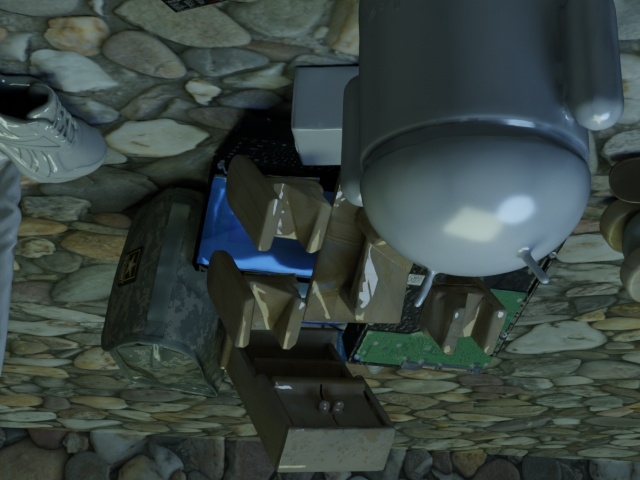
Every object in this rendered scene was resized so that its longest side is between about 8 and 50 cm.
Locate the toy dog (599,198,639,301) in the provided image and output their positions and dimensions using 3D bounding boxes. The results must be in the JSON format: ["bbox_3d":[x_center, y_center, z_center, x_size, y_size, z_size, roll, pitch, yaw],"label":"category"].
[{"bbox_3d":[0.551,0.014,1.880,0.333,0.220,0.161,7,130,-42],"label":"toy dog"}]

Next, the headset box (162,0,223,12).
[{"bbox_3d":[-0.134,-0.256,1.279,0.062,0.032,0.083,-9,158,24],"label":"headset box"}]

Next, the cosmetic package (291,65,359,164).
[{"bbox_3d":[0.087,-0.144,1.530,0.231,0.086,0.117,1,162,4],"label":"cosmetic package"}]

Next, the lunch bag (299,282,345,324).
[{"bbox_3d":[-0.038,0.083,2.192,0.218,0.090,0.176,4,164,-7],"label":"lunch bag"}]

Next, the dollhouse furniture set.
[{"bbox_3d":[0.021,0.067,1.741,0.362,0.256,0.394,3,117,-24],"label":"dollhouse furniture set"}]

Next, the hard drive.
[{"bbox_3d":[0.193,0.060,1.940,0.236,0.064,0.339,6,132,-18],"label":"hard drive"}]

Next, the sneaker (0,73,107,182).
[{"bbox_3d":[-0.330,-0.135,1.557,0.115,0.090,0.232,-20,154,38],"label":"sneaker"}]

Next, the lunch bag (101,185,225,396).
[{"bbox_3d":[-0.211,0.075,1.918,0.168,0.235,0.287,10,160,7],"label":"lunch bag"}]

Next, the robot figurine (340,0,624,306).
[{"bbox_3d":[0.132,-0.120,1.175,0.199,0.354,0.300,17,154,-40],"label":"robot figurine"}]

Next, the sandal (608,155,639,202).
[{"bbox_3d":[0.502,-0.083,1.755,0.240,0.088,0.079,4,-167,10],"label":"sandal"}]

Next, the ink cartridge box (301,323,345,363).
[{"bbox_3d":[-0.059,0.198,2.530,0.148,0.086,0.203,-8,159,24],"label":"ink cartridge box"}]

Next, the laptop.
[{"bbox_3d":[-0.022,-0.045,1.733,0.234,0.137,0.264,6,162,-19],"label":"laptop"}]

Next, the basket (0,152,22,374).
[{"bbox_3d":[-0.573,0.021,1.661,0.331,0.328,0.266,10,163,-28],"label":"basket"}]

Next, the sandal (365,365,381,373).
[{"bbox_3d":[0.124,0.115,2.239,0.169,0.102,0.416,-41,169,-13],"label":"sandal"}]
